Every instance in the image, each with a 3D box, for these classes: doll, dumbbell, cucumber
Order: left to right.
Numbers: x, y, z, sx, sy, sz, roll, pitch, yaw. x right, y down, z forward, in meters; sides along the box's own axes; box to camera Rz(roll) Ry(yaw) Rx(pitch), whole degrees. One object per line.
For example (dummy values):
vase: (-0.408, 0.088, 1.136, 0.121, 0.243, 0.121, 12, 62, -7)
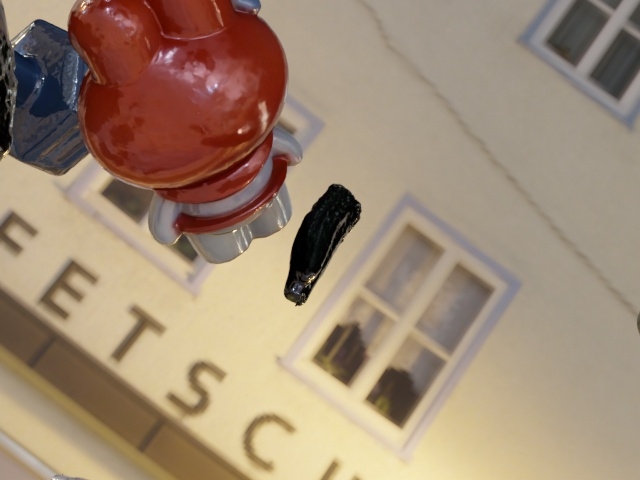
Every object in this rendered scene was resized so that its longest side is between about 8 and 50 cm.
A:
dumbbell: (-0.339, -0.177, 1.349, 0.160, 0.144, 0.325, 26, -1, 36)
doll: (-0.096, -0.106, 1.012, 0.130, 0.161, 0.290, 49, -14, 46)
cucumber: (-0.002, -0.001, 0.982, 0.034, 0.135, 0.033, 29, -59, 4)

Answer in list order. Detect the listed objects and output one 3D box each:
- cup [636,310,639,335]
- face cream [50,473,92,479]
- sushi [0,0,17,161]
cup: (0.275, 0.074, 1.021, 0.083, 0.054, 0.075, 29, -64, 41)
face cream: (-0.155, 0.190, 1.039, 0.115, 0.020, 0.038, 5, -27, 44)
sushi: (-0.293, -0.111, 0.944, 0.136, 0.126, 0.225, 12, 11, 20)
